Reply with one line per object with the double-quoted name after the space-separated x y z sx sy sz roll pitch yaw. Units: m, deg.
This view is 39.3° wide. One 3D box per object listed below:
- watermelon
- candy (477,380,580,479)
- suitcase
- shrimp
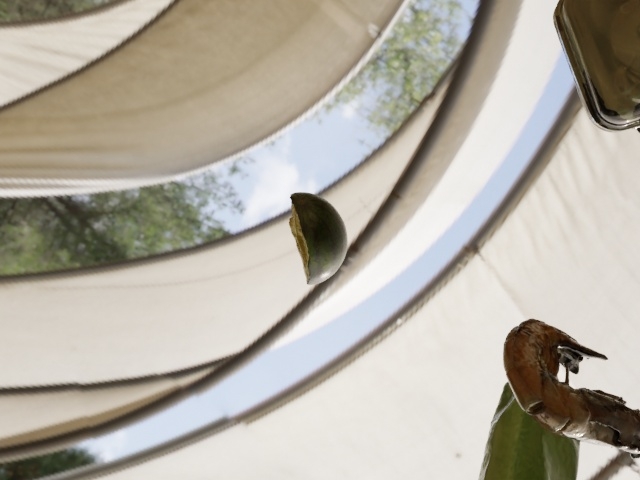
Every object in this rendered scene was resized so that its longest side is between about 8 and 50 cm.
-0.001 -0.006 2.077 0.204 0.127 0.232 -111 -171 -65 "watermelon"
0.280 0.346 1.262 0.132 0.142 0.344 -47 -168 46 "candy"
0.607 -0.327 1.529 0.351 0.339 0.194 -19 178 6 "suitcase"
0.337 0.192 1.174 0.075 0.289 0.178 -51 -149 38 "shrimp"
